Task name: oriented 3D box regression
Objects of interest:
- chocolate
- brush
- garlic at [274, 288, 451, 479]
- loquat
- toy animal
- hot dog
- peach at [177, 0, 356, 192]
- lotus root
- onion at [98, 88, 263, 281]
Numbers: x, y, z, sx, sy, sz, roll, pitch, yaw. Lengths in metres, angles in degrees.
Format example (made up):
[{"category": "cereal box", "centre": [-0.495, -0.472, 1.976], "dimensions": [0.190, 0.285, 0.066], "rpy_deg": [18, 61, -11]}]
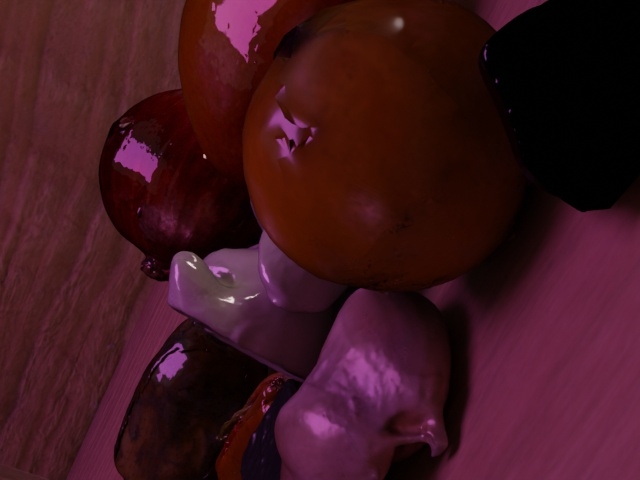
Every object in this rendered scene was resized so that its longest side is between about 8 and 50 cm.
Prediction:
[{"category": "chocolate", "centre": [0.158, -0.088, 0.767], "dimensions": [0.080, 0.125, 0.148], "rpy_deg": [79, -154, -82]}, {"category": "brush", "centre": [-0.032, 0.230, 1.151], "dimensions": [0.123, 0.059, 0.197], "rpy_deg": [-62, 14, 20]}, {"category": "garlic", "centre": [0.026, 0.133, 0.962], "dimensions": [0.228, 0.110, 0.217], "rpy_deg": [-45, 23, 63]}, {"category": "loquat", "centre": [0.052, -0.073, 0.910], "dimensions": [0.235, 0.235, 0.235], "rpy_deg": [-159, 90, -78]}, {"category": "toy animal", "centre": [0.000, 0.000, 1.146], "dimensions": [0.265, 0.206, 0.271], "rpy_deg": [-59, -12, -9]}, {"category": "hot dog", "centre": [-0.075, 0.221, 1.349], "dimensions": [0.235, 0.062, 0.092], "rpy_deg": [124, 159, -48]}, {"category": "peach", "centre": [-0.017, -0.197, 1.301], "dimensions": [0.308, 0.308, 0.332], "rpy_deg": [-165, 86, -78]}, {"category": "lotus root", "centre": [-0.158, 0.212, 1.508], "dimensions": [0.275, 0.160, 0.152], "rpy_deg": [-63, -11, 21]}, {"category": "onion", "centre": [-0.194, -0.096, 1.857], "dimensions": [0.341, 0.341, 0.341], "rpy_deg": [-159, 90, -78]}]
